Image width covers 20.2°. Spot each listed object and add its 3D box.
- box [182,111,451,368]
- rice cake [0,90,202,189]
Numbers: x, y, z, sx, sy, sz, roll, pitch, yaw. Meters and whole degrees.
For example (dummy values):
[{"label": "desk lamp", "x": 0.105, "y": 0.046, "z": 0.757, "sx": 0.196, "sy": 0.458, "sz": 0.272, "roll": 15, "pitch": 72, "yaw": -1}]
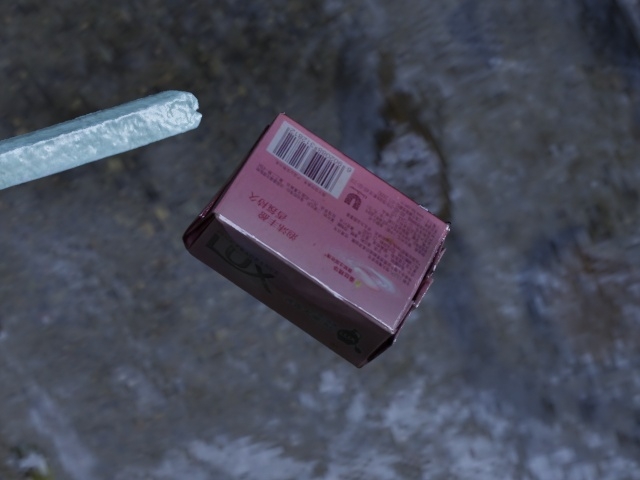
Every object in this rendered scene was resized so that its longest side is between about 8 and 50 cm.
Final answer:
[{"label": "box", "x": 0.000, "y": 0.000, "z": 1.200, "sx": 0.156, "sy": 0.060, "sz": 0.111, "roll": 35, "pitch": 51, "yaw": -4}, {"label": "rice cake", "x": -0.147, "y": -0.060, "z": 1.092, "sx": 0.170, "sy": 0.033, "sz": 0.029, "roll": -22, "pitch": 111, "yaw": -36}]
